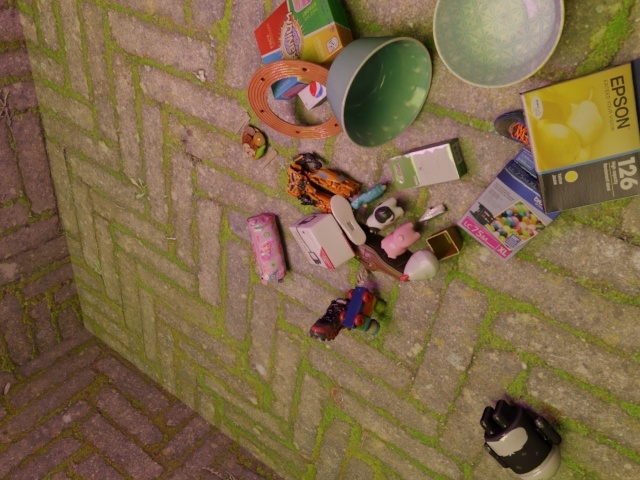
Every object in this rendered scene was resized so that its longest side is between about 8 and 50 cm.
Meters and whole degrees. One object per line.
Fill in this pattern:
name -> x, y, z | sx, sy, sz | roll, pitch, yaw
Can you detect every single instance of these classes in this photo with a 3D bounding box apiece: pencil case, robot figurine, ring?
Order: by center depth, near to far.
ring -> -0.059, -0.432, 1.551 | 0.337, 0.032, 0.336 | 7, 153, 3
robot figurine -> 0.667, 0.671, 1.680 | 0.278, 0.174, 0.209 | 47, 164, 6
robot figurine -> -0.006, -0.183, 1.756 | 0.291, 0.085, 0.211 | 27, 130, 23
pencil case -> -0.216, 0.033, 2.027 | 0.124, 0.124, 0.284 | 9, 120, 34

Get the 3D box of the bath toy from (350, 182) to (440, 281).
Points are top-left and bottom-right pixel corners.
bath toy -> 0.238, -0.011, 1.610 | 0.348, 0.129, 0.151 | 56, 179, 12

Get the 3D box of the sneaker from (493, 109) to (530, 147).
sneaker -> 0.546, -0.268, 1.271 | 0.221, 0.087, 0.083 | 25, 128, 25

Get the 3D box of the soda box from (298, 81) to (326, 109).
soda box -> 0.027, -0.496, 1.556 | 0.216, 0.069, 0.073 | -29, 95, 44

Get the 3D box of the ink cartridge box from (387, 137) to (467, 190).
ink cartridge box -> 0.316, -0.224, 1.495 | 0.209, 0.062, 0.108 | -8, 110, 41

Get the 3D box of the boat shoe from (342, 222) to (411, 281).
boat shoe -> 0.200, 0.053, 1.731 | 0.307, 0.111, 0.104 | 39, 137, 27

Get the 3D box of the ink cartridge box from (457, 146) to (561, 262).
ink cartridge box -> 0.530, -0.088, 1.376 | 0.186, 0.065, 0.311 | 41, 142, 11

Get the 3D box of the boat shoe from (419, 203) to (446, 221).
boat shoe -> 0.349, -0.087, 1.575 | 0.100, 0.035, 0.035 | -29, 68, 48

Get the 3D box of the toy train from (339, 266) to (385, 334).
toy train -> 0.181, 0.216, 1.834 | 0.143, 0.247, 0.105 | 29, 165, -32

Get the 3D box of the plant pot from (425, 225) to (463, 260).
plant pot -> 0.392, 0.000, 1.553 | 0.081, 0.083, 0.081 | -27, 98, 44

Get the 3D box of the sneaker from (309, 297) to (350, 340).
sneaker -> 0.052, 0.287, 1.877 | 0.098, 0.276, 0.135 | 15, 107, 33

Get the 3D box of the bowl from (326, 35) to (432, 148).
bowl -> 0.136, -0.428, 1.383 | 0.163, 0.312, 0.311 | 44, 137, 35

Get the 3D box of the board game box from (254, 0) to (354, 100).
board game box -> -0.056, -0.603, 1.509 | 0.317, 0.064, 0.242 | -23, 82, 45

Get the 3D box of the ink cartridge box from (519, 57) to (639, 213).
ink cartridge box -> 0.648, -0.236, 1.153 | 0.307, 0.072, 0.303 | -13, 108, 22

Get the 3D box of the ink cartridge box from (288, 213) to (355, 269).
ink cartridge box -> 0.000, 0.000, 1.774 | 0.172, 0.100, 0.237 | 59, 164, -13

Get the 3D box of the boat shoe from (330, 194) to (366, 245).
boat shoe -> 0.088, -0.067, 1.659 | 0.184, 0.066, 0.063 | 53, 170, -7

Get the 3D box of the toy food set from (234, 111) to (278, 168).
toy food set -> -0.255, -0.365, 1.875 | 0.192, 0.038, 0.132 | 52, 135, 1

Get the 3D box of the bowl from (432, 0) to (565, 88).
bowl -> 0.427, -0.514, 1.170 | 0.290, 0.156, 0.289 | 19, 125, 29
